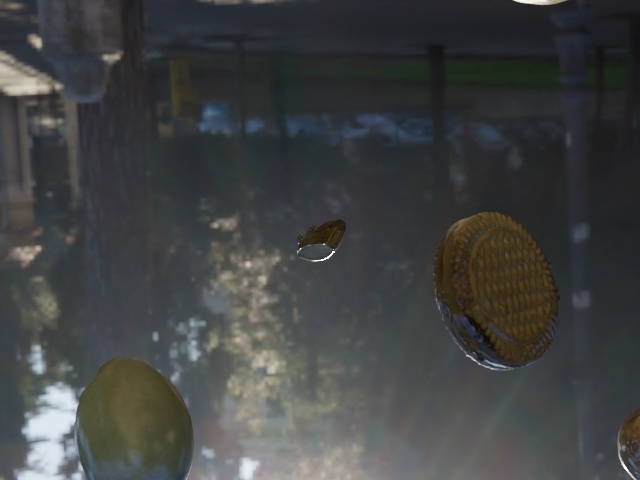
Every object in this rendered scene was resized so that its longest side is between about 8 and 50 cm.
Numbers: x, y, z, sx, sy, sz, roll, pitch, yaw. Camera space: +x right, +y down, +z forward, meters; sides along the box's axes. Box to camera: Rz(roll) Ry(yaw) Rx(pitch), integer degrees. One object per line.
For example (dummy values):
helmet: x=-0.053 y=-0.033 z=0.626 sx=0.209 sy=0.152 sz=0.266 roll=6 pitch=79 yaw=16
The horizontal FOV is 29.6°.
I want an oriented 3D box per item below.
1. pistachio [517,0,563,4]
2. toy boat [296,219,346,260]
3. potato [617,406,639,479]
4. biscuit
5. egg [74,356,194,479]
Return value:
pistachio: x=0.239 y=-0.381 z=1.359 sx=0.208 sy=0.226 sz=0.332 roll=-23 pitch=-137 yaw=-13
toy boat: x=0.000 y=0.000 z=1.867 sx=0.047 sy=0.049 sz=0.149 roll=30 pitch=161 yaw=-15
potato: x=0.412 y=0.242 z=1.427 sx=0.147 sy=0.112 sz=0.112 roll=-12 pitch=-170 yaw=-43
biscuit: x=0.265 y=0.076 z=1.801 sx=0.259 sy=0.259 sz=0.079 roll=-8 pitch=172 yaw=-43
egg: x=-0.288 y=0.287 z=1.867 sx=0.183 sy=0.217 sz=0.183 roll=-6 pitch=179 yaw=0
